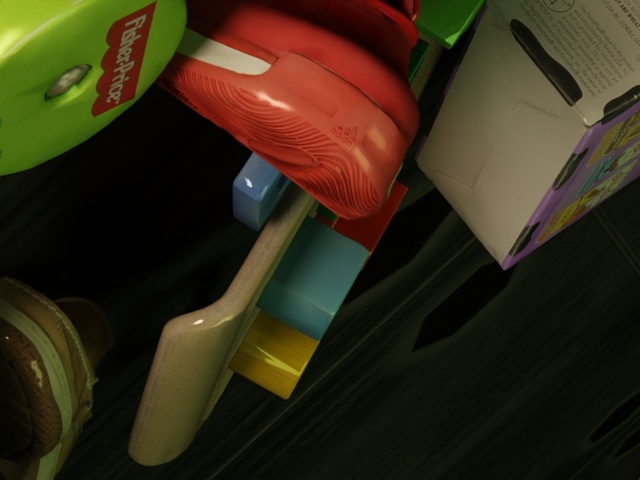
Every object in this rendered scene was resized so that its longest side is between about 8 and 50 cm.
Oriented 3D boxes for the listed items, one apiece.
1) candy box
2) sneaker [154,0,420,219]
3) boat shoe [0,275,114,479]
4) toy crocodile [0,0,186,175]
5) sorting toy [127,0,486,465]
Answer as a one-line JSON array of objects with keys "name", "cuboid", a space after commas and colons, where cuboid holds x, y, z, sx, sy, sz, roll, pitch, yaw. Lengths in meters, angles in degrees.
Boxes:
[{"name": "candy box", "cuboid": [0.148, -0.090, 0.841, 0.196, 0.070, 0.165, -34, 168, -18]}, {"name": "sneaker", "cuboid": [0.001, -0.091, 0.562, 0.128, 0.087, 0.221, -53, -157, 3]}, {"name": "boat shoe", "cuboid": [-0.115, 0.048, 0.784, 0.072, 0.068, 0.190, -47, 175, -23]}, {"name": "toy crocodile", "cuboid": [-0.032, -0.118, 0.470, 0.340, 0.115, 0.105, -40, 164, 3]}, {"name": "sorting toy", "cuboid": [0.000, 0.000, 0.795, 0.196, 0.047, 0.348, -55, 176, -24]}]
